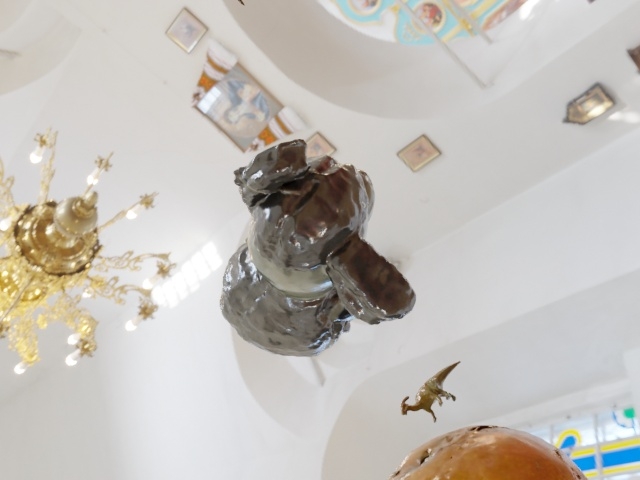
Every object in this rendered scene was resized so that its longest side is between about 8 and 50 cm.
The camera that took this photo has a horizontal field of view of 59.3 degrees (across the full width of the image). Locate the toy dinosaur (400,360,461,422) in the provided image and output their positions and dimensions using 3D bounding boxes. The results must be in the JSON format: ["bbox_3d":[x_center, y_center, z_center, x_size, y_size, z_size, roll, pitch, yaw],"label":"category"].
[{"bbox_3d":[0.137,0.173,0.645,0.113,0.041,0.026,-28,-51,-30],"label":"toy dinosaur"}]

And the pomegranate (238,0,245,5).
[{"bbox_3d":[-0.151,-0.396,0.654,0.235,0.210,0.210,46,-140,5],"label":"pomegranate"}]

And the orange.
[{"bbox_3d":[0.173,0.312,0.561,0.246,0.246,0.246,25,-131,-32],"label":"orange"}]

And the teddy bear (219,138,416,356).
[{"bbox_3d":[0.005,0.015,0.515,0.171,0.251,0.144,44,-126,7],"label":"teddy bear"}]
